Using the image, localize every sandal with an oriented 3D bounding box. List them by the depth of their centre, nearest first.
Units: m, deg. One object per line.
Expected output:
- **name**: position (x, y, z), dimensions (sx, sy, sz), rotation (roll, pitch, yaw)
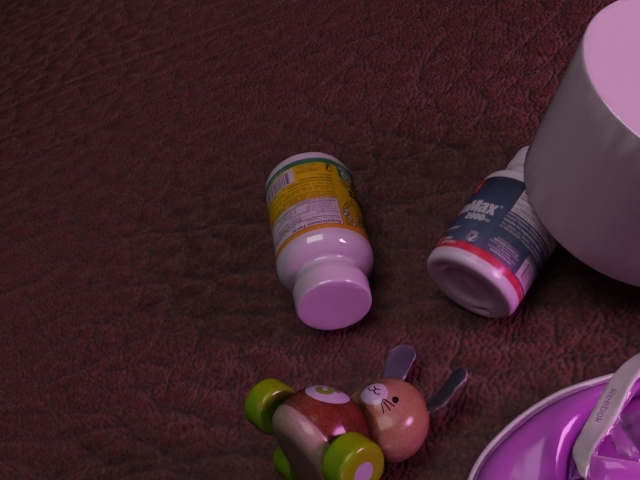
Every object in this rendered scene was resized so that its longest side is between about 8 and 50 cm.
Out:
- **sandal**: position (0.308, 0.153, 0.661), dimensions (0.416, 0.102, 0.169), rotation (-23, 45, 4)

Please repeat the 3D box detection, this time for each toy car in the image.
- **toy car**: position (0.053, 0.169, 0.764), dimensions (0.188, 0.149, 0.155), rotation (-38, 34, -24)

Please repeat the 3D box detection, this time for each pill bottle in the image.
- **pill bottle**: position (0.207, -0.014, 0.858), dimensions (0.108, 0.108, 0.180), rotation (21, 63, 38)
- **pill bottle**: position (0.000, 0.000, 0.942), dimensions (0.117, 0.118, 0.208), rotation (-21, 45, 9)

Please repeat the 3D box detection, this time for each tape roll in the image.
- **tape roll**: position (0.340, -0.096, 0.758), dimensions (0.246, 0.169, 0.246), rotation (4, 54, -6)
